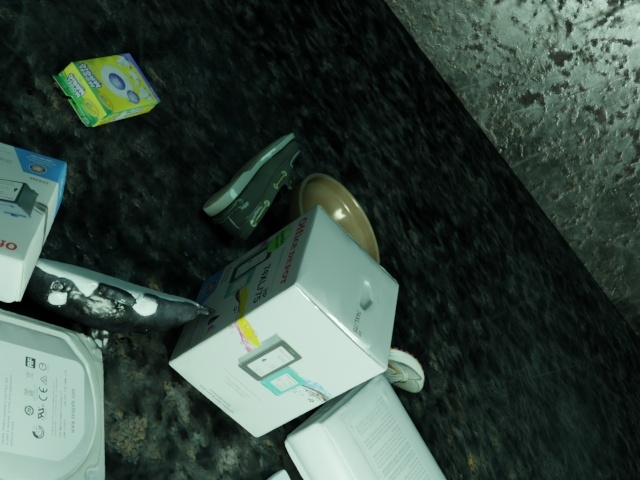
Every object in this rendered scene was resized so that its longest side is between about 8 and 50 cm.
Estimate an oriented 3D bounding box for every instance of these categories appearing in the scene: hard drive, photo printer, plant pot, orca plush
[{"bbox_3d":[-0.397,0.182,0.999,0.339,0.064,0.237,26,42,-41],"label":"hard drive"},{"bbox_3d":[0.098,0.397,1.467,0.308,0.107,0.256,59,31,1],"label":"photo printer"},{"bbox_3d":[0.000,0.000,1.683,0.237,0.109,0.237,36,40,-38],"label":"plant pot"},{"bbox_3d":[-0.290,0.106,1.234,0.151,0.102,0.287,22,1,33],"label":"orca plush"}]

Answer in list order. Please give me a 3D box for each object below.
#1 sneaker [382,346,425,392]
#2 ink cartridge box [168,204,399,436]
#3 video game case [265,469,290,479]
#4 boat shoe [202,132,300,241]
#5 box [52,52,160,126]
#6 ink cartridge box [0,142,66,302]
[{"bbox_3d":[0.106,0.247,1.660,0.225,0.088,0.093,27,53,-33],"label":"sneaker"},{"bbox_3d":[-0.049,0.125,1.346,0.197,0.270,0.198,44,32,-21],"label":"ink cartridge box"},{"bbox_3d":[-0.057,0.455,1.275,0.183,0.023,0.201,-19,79,-59],"label":"video game case"},{"bbox_3d":[-0.109,-0.103,1.637,0.091,0.109,0.305,51,37,-11],"label":"boat shoe"},{"bbox_3d":[-0.356,-0.252,1.477,0.105,0.043,0.179,56,32,-1],"label":"box"},{"bbox_3d":[-0.413,-0.031,1.108,0.139,0.082,0.191,16,41,-11],"label":"ink cartridge box"}]
